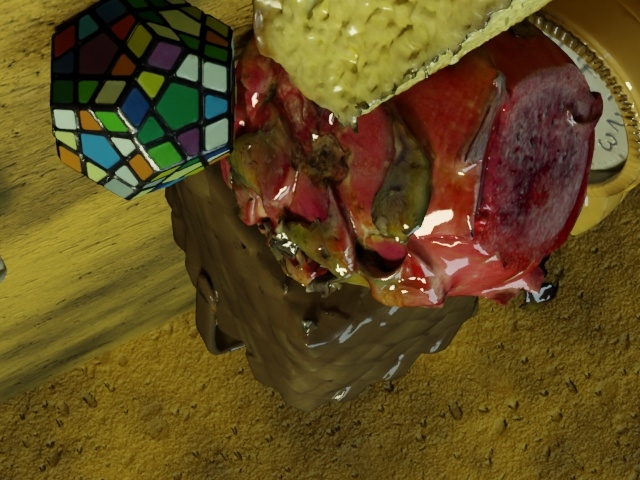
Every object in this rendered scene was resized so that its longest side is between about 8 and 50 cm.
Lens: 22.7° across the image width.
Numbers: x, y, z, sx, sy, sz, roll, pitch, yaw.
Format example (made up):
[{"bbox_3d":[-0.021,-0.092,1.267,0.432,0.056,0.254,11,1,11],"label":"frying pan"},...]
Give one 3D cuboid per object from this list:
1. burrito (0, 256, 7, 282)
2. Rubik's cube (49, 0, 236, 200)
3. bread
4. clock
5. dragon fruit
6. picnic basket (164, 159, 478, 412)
[{"bbox_3d":[-0.303,0.008,1.201,0.117,0.076,0.392,-27,175,-4],"label":"burrito"},{"bbox_3d":[-0.109,-0.091,0.986,0.133,0.133,0.112,-33,-159,52],"label":"Rubik's cube"},{"bbox_3d":[0.075,-0.176,0.989,0.134,0.129,0.260,-32,-179,-37],"label":"bread"},{"bbox_3d":[0.234,-0.154,1.514,0.200,0.244,0.317,-47,178,-22],"label":"clock"},{"bbox_3d":[0.055,-0.079,1.209,0.291,0.250,0.269,13,-172,41],"label":"dragon fruit"},{"bbox_3d":[0.000,0.000,1.480,0.254,0.291,0.321,-27,163,-12],"label":"picnic basket"}]
